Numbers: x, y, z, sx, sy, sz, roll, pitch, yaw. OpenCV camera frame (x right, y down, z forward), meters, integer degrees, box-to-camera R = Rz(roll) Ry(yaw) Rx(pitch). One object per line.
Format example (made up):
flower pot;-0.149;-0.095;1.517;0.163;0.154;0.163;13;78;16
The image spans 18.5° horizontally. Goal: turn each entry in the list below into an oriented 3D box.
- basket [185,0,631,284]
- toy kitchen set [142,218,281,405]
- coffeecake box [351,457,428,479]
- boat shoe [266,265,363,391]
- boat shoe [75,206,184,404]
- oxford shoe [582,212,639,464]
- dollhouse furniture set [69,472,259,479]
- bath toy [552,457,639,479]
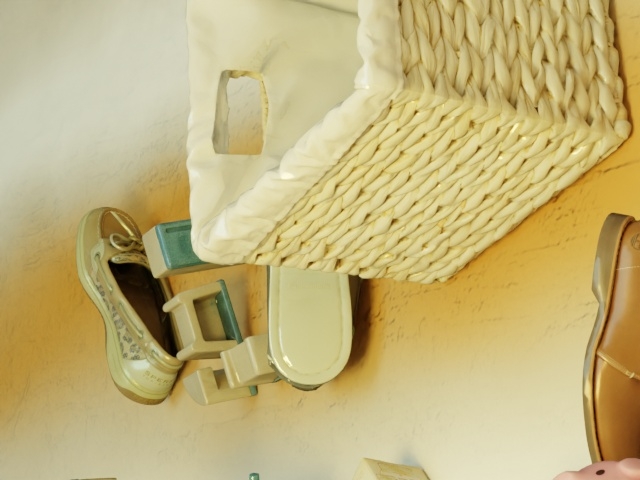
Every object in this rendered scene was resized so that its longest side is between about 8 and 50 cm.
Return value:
basket;0.061;-0.164;1.732;0.331;0.266;0.328;-42;44;49
toy kitchen set;-0.080;0.057;2.123;0.166;0.122;0.207;-33;71;54
coffeecake box;0.067;0.306;1.741;0.142;0.068;0.185;-66;29;22
boat shoe;-0.005;0.000;1.967;0.091;0.109;0.305;99;177;-76
boat shoe;-0.219;0.062;2.383;0.089;0.104;0.285;-50;48;36
oxford shoe;0.244;0.089;1.496;0.076;0.076;0.212;7;98;24
dollhouse furniture set;-0.086;0.338;1.765;0.303;0.286;0.198;-110;17;-76
bath toy;0.211;0.224;1.445;0.348;0.151;0.129;-37;12;52
